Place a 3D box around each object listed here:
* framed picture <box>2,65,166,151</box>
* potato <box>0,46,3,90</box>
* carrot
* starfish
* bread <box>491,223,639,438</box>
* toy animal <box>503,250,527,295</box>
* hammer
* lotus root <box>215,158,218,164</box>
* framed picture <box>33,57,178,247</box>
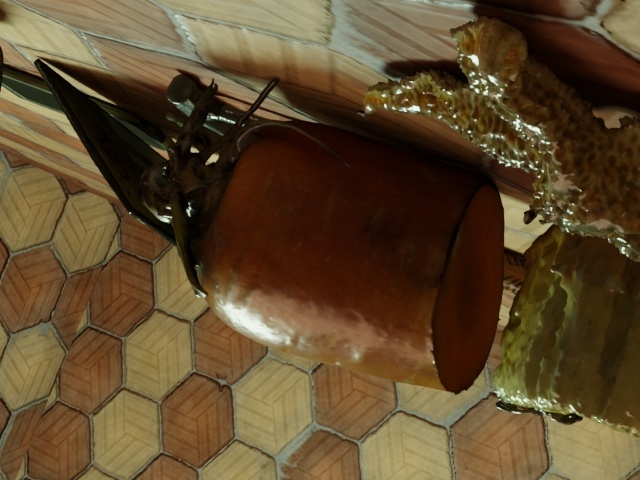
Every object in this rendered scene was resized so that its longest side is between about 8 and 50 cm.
[{"bbox_3d":[-0.318,-0.175,1.616,0.252,0.014,0.197,21,175,10],"label":"framed picture"},{"bbox_3d":[-0.415,-0.153,1.144,0.237,0.301,0.288,3,-144,-18],"label":"potato"},{"bbox_3d":[0.000,0.000,1.020,0.331,0.193,0.214,17,165,6],"label":"carrot"},{"bbox_3d":[0.174,-0.025,0.706,0.293,0.084,0.301,24,171,-9],"label":"starfish"},{"bbox_3d":[0.208,0.056,0.866,0.252,0.174,0.133,15,175,44],"label":"bread"},{"bbox_3d":[0.244,0.049,1.439,0.241,0.057,0.099,23,169,3],"label":"toy animal"},{"bbox_3d":[-0.015,-0.092,1.128,0.246,0.029,0.103,19,175,14],"label":"hammer"},{"bbox_3d":[-0.065,-0.032,1.374,0.119,0.138,0.235,27,177,7],"label":"lotus root"},{"bbox_3d":[-0.195,-0.062,1.443,0.244,0.013,0.324,55,-173,29],"label":"framed picture"}]
